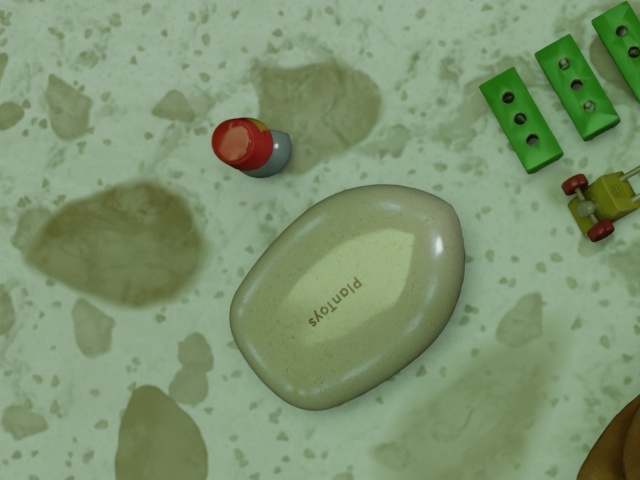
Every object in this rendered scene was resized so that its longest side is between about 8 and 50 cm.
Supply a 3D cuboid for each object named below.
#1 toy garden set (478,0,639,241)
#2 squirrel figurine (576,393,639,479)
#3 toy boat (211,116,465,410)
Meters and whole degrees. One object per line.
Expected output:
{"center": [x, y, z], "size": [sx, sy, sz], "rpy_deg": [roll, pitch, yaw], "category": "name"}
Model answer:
{"center": [0.319, -0.131, 1.912], "size": [0.244, 0.049, 0.203], "rpy_deg": [-29, 73, 6], "category": "toy garden set"}
{"center": [0.375, 0.135, 1.652], "size": [0.281, 0.370, 0.397], "rpy_deg": [9, 53, 10], "category": "squirrel figurine"}
{"center": [0.000, 0.000, 1.925], "size": [0.267, 0.148, 0.318], "rpy_deg": [-37, 82, 10], "category": "toy boat"}
